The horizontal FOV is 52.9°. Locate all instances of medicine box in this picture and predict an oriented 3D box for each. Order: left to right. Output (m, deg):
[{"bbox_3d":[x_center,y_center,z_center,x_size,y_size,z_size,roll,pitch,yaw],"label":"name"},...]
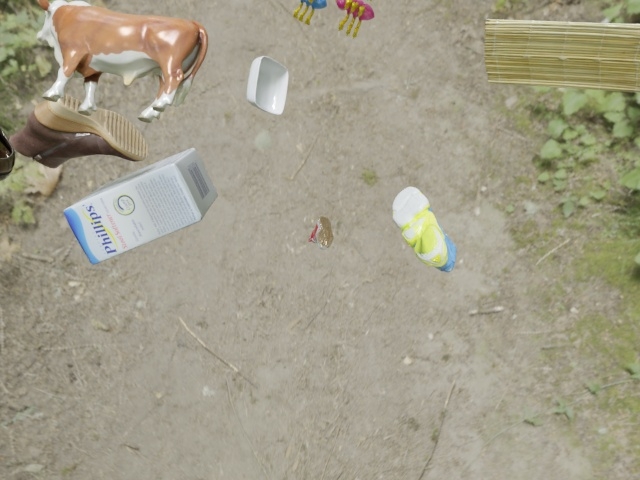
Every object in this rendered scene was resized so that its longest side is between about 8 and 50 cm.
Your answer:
[{"bbox_3d":[-0.426,-0.092,1.573,0.289,0.263,0.149,-22,105,6],"label":"medicine box"}]

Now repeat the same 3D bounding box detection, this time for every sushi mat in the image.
[{"bbox_3d":[0.481,-0.361,1.259,0.317,0.151,0.019,10,56,23],"label":"sushi mat"}]

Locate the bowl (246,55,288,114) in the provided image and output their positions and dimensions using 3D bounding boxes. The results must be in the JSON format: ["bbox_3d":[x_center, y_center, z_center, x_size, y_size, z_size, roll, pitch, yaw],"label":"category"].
[{"bbox_3d":[-0.151,-0.420,1.758,0.053,0.142,0.142,7,88,31],"label":"bowl"}]

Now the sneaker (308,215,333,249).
[{"bbox_3d":[0.000,0.000,1.545,0.042,0.067,0.118,18,34,-12],"label":"sneaker"}]

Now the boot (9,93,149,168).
[{"bbox_3d":[-0.539,-0.218,1.446,0.248,0.207,0.090,31,45,-37],"label":"boot"}]

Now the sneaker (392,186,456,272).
[{"bbox_3d":[0.240,-0.015,1.468,0.091,0.126,0.240,-33,41,19],"label":"sneaker"}]

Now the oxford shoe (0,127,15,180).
[{"bbox_3d":[-0.600,-0.209,1.079,0.227,0.096,0.083,44,50,-15],"label":"oxford shoe"}]

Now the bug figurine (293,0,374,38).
[{"bbox_3d":[0.031,-0.542,1.312,0.216,0.279,0.072,33,64,2],"label":"bug figurine"}]

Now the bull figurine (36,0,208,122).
[{"bbox_3d":[-0.336,-0.296,1.029,0.310,0.101,0.188,6,81,12],"label":"bull figurine"}]
